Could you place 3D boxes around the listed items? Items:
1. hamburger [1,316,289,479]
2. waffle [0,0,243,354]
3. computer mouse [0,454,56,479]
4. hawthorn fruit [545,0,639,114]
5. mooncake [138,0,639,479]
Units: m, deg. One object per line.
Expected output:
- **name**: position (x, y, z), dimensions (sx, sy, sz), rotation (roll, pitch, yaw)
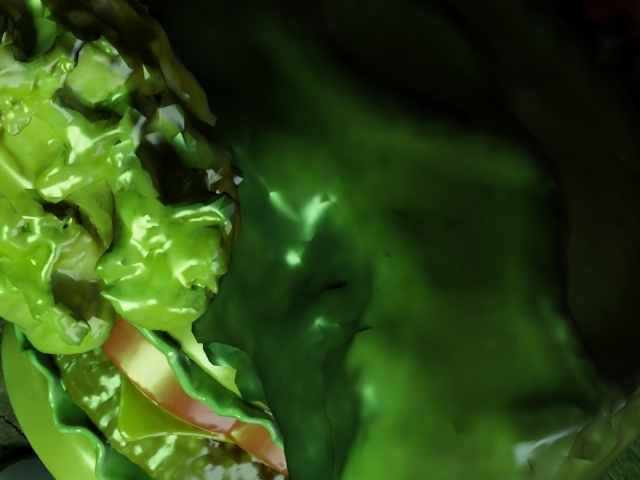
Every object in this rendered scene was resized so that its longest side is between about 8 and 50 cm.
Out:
- **hamburger**: position (-0.057, 0.052, 1.305), dimensions (0.212, 0.274, 0.274), rotation (-44, 162, 28)
- **waffle**: position (-0.175, -0.066, 0.810), dimensions (0.151, 0.261, 0.324), rotation (-35, 161, 18)
- **computer mouse**: position (-0.280, 0.255, 1.710), dimensions (0.158, 0.072, 0.310), rotation (-42, 162, 7)
- **hawthorn fruit**: position (0.237, -0.217, 1.222), dimensions (0.295, 0.295, 0.311), rotation (-3, 120, -61)
- **mooncake**: position (0.000, 0.000, 1.072), dimensions (0.246, 0.394, 0.393), rotation (-55, -173, 47)
